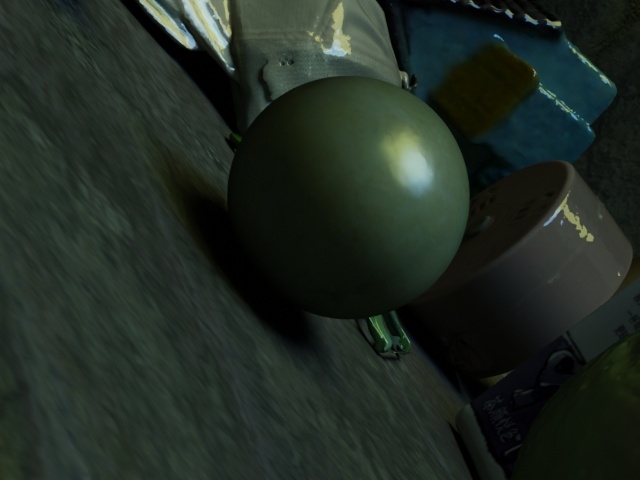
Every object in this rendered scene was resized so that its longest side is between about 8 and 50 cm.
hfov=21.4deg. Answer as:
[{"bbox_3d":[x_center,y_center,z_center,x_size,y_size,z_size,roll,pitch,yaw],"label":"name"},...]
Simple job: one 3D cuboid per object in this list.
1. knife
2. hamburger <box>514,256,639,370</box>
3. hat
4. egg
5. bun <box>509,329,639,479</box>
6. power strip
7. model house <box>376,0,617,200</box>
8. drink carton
[{"bbox_3d":[0.002,-0.001,0.987,0.166,0.022,0.078,54,3,12],"label":"knife"},{"bbox_3d":[0.249,0.150,1.172,0.302,0.170,0.302,49,4,-5],"label":"hamburger"},{"bbox_3d":[-0.044,-0.179,1.110,0.219,0.164,0.226,-109,-179,-70],"label":"hat"},{"bbox_3d":[0.013,-0.021,0.798,0.114,0.114,0.152,51,8,-5],"label":"egg"},{"bbox_3d":[0.139,0.171,0.513,0.283,0.179,0.283,50,-13,17],"label":"bun"},{"bbox_3d":[0.127,0.020,1.138,0.078,0.154,0.154,52,8,-14],"label":"power strip"},{"bbox_3d":[0.081,-0.156,1.482,0.249,0.230,0.280,39,9,-18],"label":"model house"},{"bbox_3d":[0.199,0.094,0.935,0.102,0.222,0.134,48,9,-21],"label":"drink carton"}]
